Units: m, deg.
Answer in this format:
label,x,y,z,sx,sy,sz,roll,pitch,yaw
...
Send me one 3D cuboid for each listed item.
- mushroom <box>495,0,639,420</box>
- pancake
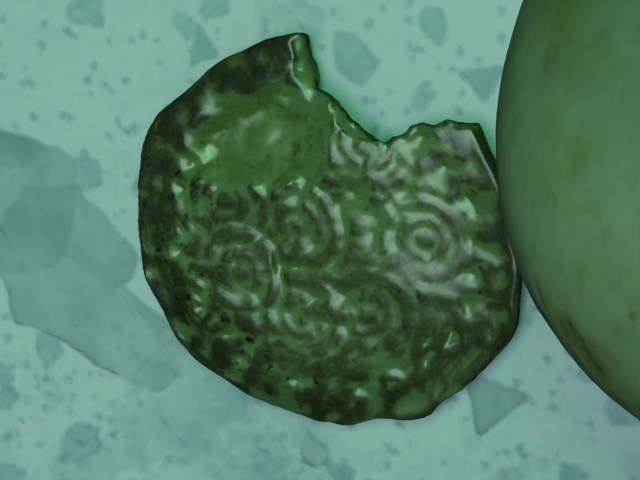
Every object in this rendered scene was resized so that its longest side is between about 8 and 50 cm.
label,x,y,z,sx,sy,sz,roll,pitch,yaw
mushroom,0.255,-0.054,0.746,0.362,0.362,0.294,-20,138,26
pancake,0.000,0.000,1.000,0.235,0.029,0.212,34,114,12
